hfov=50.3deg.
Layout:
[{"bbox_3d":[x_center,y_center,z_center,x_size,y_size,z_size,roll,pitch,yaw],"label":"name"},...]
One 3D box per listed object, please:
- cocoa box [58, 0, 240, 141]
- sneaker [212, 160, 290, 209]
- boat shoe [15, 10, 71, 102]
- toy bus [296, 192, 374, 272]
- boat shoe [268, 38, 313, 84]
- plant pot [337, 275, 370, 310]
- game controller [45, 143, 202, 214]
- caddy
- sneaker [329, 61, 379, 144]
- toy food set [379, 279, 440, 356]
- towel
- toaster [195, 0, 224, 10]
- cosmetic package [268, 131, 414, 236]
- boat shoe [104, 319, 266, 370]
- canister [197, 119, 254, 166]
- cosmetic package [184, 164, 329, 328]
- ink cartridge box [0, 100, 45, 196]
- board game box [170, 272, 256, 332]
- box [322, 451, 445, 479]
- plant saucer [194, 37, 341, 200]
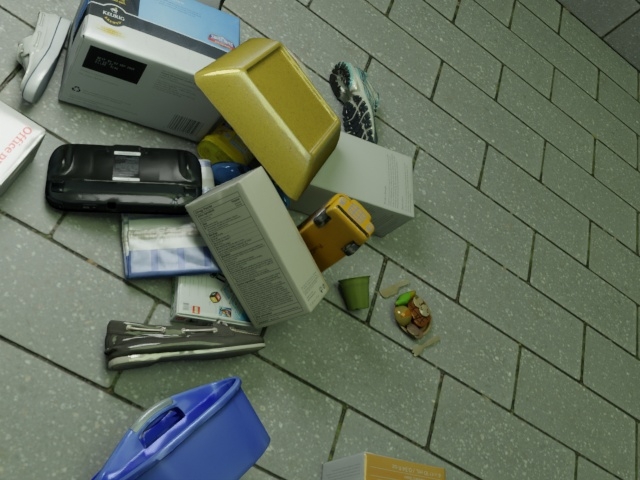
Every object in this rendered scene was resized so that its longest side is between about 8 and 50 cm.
[{"bbox_3d":[-0.384,-0.418,1.553,0.347,0.231,0.227,14,57,-29],"label":"cocoa box"},{"bbox_3d":[-0.170,-0.121,1.595,0.210,0.069,0.082,24,31,-3],"label":"sneaker"},{"bbox_3d":[-0.621,-0.403,1.488,0.084,0.095,0.258,20,46,-20],"label":"boat shoe"},{"bbox_3d":[0.000,0.000,1.528,0.108,0.333,0.130,45,50,-6],"label":"toy bus"},{"bbox_3d":[-0.088,-0.396,1.820,0.116,0.123,0.324,-33,86,-39],"label":"boat shoe"},{"bbox_3d":[0.090,0.132,1.695,0.083,0.083,0.079,-4,81,-36],"label":"plant pot"},{"bbox_3d":[-0.413,-0.133,1.452,0.320,0.067,0.166,2,51,-14],"label":"game controller"},{"bbox_3d":[-0.260,0.375,1.218,0.341,0.241,0.179,-36,96,-41],"label":"caddy"},{"bbox_3d":[0.130,-0.392,1.974,0.122,0.110,0.282,0,67,-38],"label":"sneaker"},{"bbox_3d":[0.247,0.194,1.787,0.132,0.038,0.192,-21,79,-40],"label":"toy food set"},{"bbox_3d":[-0.328,-0.051,1.482,0.210,0.034,0.284,-5,66,-12],"label":"towel"},{"bbox_3d":[-0.315,-0.593,1.701,0.110,0.185,0.168,1,39,-29],"label":"toaster"},{"bbox_3d":[0.056,-0.161,1.766,0.366,0.155,0.196,16,61,-26],"label":"cosmetic package"},{"bbox_3d":[-0.268,0.196,1.389,0.335,0.112,0.095,-1,72,-31],"label":"boat shoe"},{"bbox_3d":[-0.208,-0.244,1.687,0.126,0.073,0.170,41,49,-9],"label":"canister"},{"bbox_3d":[-0.130,0.018,1.436,0.309,0.160,0.113,63,32,-12],"label":"cosmetic package"},{"bbox_3d":[-0.705,-0.199,1.296,0.273,0.115,0.198,35,52,-14],"label":"ink cartridge box"},{"bbox_3d":[-0.230,0.046,1.531,0.193,0.053,0.305,13,59,-27],"label":"board game box"},{"bbox_3d":[0.126,0.634,1.388,0.215,0.168,0.345,19,57,-26],"label":"box"},{"bbox_3d":[-0.081,-0.295,1.501,0.332,0.081,0.332,51,32,-14],"label":"plant saucer"}]
